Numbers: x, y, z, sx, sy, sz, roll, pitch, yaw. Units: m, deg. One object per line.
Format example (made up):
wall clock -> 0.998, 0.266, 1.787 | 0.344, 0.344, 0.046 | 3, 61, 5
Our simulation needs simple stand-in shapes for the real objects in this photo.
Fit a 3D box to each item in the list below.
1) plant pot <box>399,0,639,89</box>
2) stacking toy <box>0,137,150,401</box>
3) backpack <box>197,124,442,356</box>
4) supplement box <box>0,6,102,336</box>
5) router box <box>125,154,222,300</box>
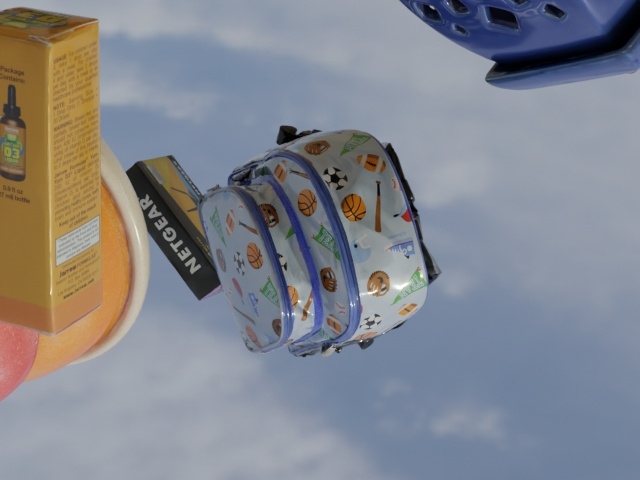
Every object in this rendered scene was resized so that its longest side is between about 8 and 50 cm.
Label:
plant pot -> 0.232, -0.280, 1.870 | 0.236, 0.212, 0.236 | -6, -139, 53
stacking toy -> -0.398, 0.080, 1.708 | 0.351, 0.350, 0.480 | 13, -142, 20
backpack -> 0.000, 0.000, 2.119 | 0.213, 0.276, 0.263 | -25, -179, -29
supplement box -> -0.211, -0.052, 1.447 | 0.078, 0.233, 0.080 | 13, -154, 25
router box -> -0.162, -0.017, 2.337 | 0.179, 0.046, 0.133 | 53, -164, 3
